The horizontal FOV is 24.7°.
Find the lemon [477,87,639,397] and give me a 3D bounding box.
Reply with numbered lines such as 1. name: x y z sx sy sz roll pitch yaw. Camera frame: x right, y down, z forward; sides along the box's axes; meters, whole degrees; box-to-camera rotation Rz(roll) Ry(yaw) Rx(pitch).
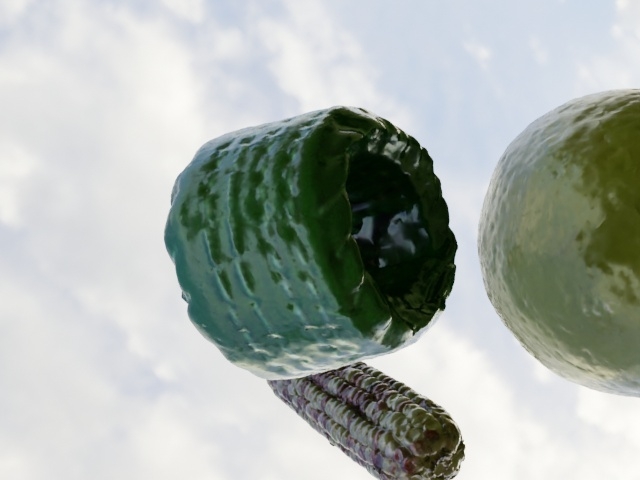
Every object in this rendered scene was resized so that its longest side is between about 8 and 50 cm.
1. lemon: 0.184 0.003 0.823 0.184 0.184 0.248 43 -175 -11

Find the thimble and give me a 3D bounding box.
1. thimble: 0.000 0.000 0.642 0.118 0.090 0.130 66 -150 -17

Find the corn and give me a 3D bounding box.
1. corn: 0.027 0.136 1.175 0.079 0.080 0.237 16 -174 -38
